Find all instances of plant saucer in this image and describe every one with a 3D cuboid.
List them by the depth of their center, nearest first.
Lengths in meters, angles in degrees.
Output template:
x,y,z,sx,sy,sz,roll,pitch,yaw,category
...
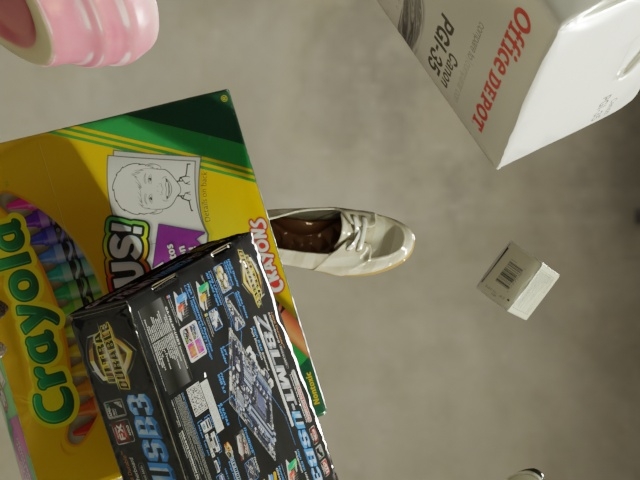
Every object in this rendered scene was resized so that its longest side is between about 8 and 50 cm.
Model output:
x,y,z,sx,sy,sz,roll,pitch,yaw,category
-0.270,-0.263,1.543,0.332,0.084,0.332,43,-17,16,plant saucer

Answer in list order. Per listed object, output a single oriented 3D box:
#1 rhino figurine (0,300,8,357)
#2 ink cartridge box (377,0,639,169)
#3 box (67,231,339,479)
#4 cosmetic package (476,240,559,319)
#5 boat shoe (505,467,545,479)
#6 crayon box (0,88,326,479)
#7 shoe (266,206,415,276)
x,y,z,sx,sy,sz,roll,pitch,yaw,category
-0.322,0.059,1.650,0.243,0.073,0.106,-116,-176,-68,rhino figurine
0.105,-0.219,1.259,0.283,0.117,0.207,56,-18,17,ink cartridge box
-0.098,0.163,1.776,0.293,0.073,0.295,-34,107,-67,box
0.193,0.040,1.853,0.060,0.041,0.115,-53,164,2,cosmetic package
0.262,0.320,2.456,0.046,0.038,0.125,41,-33,11,boat shoe
-0.199,0.056,1.980,0.106,0.313,0.362,-28,-102,69,crayon box
0.000,0.000,2.181,0.058,0.219,0.076,95,-4,-80,shoe
